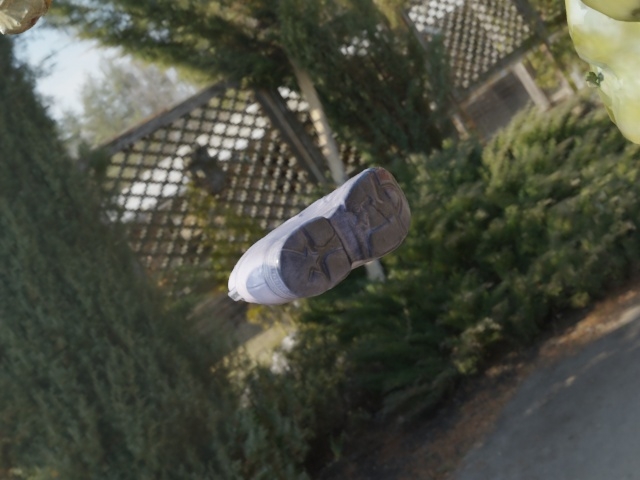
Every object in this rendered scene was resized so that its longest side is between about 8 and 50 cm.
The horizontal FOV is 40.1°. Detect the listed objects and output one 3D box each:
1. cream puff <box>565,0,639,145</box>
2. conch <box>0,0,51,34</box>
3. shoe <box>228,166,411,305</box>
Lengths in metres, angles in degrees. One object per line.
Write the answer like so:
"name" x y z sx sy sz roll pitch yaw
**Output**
"cream puff" 0.241 -0.188 0.378 0.257 0.324 0.291 3 62 31
"conch" -0.438 -0.405 1.355 0.178 0.163 0.245 -2 14 13
"shoe" 0.000 0.000 1.008 0.137 0.095 0.245 -17 14 46
